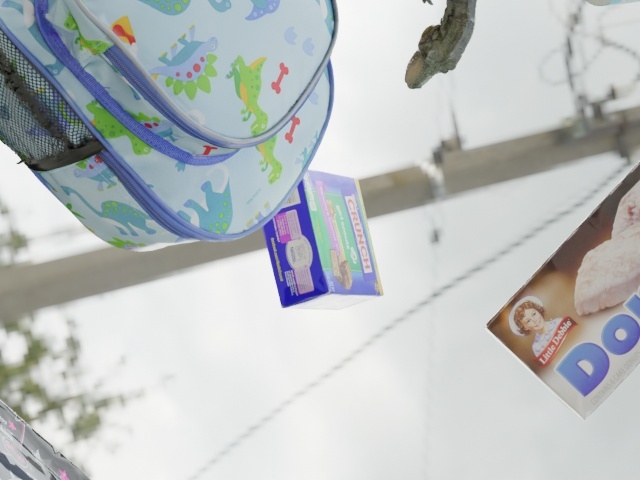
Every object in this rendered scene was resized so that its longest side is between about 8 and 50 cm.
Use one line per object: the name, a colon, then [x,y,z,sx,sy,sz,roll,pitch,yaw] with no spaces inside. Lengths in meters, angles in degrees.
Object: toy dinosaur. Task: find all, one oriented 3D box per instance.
toy dinosaur: [0.100,-0.242,1.249,0.118,0.064,0.268,-93,-172,-77]

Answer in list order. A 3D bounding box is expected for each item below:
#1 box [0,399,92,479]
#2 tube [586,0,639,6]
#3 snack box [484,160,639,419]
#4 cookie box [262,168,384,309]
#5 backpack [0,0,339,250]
box: [-0.235,0.137,0.840,0.247,0.163,0.142,48,12,-34]
tube: [0.311,-0.236,1.545,0.080,0.207,0.052,-26,-103,51]
snack box: [0.160,-0.002,0.831,0.064,0.178,0.022,43,-3,4]
cookie box: [0.000,0.000,1.244,0.040,0.107,0.092,-16,-98,21]
backpack: [-0.047,-0.056,0.523,0.084,0.105,0.114,-7,-51,46]
